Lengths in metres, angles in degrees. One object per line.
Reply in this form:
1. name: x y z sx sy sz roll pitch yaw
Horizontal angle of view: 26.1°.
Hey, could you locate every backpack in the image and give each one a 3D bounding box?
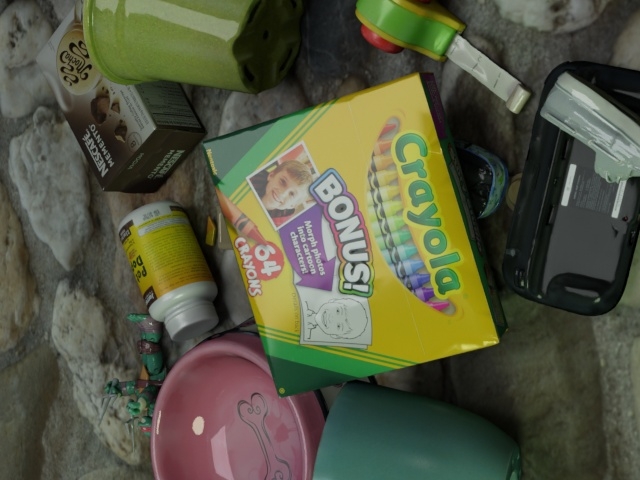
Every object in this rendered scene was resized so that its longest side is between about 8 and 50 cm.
1. backpack: 0.197 -0.083 1.879 0.114 0.084 0.105 24 108 31

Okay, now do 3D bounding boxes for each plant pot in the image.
1. plant pot: 0.138 0.342 1.827 0.235 0.293 0.293 5 96 16
2. plant pot: -0.175 -0.339 2.103 0.254 0.276 0.276 20 105 26

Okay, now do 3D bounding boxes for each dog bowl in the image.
1. dog bowl: -0.095 0.315 2.107 0.408 0.150 0.408 2 93 42

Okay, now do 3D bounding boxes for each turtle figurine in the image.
1. turtle figurine: -0.296 0.240 2.298 0.175 0.118 0.234 -9 77 61

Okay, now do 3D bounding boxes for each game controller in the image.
1. game controller: 0.337 -0.067 1.767 0.166 0.067 0.319 15 97 22

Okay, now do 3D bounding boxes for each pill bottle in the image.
1. pill bottle: -0.242 0.051 2.245 0.117 0.117 0.215 -38 68 35

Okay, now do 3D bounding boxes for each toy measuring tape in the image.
1. toy measuring tape: 0.145 -0.283 1.899 0.330 0.121 0.121 46 119 30

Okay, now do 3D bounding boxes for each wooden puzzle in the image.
1. wooden puzzle: -0.141 -0.022 2.224 0.116 0.014 0.078 8 101 41

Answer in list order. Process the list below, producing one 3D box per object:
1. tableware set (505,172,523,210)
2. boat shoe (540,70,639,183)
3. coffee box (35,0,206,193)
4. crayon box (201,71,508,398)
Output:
1. tableware set: 0.309 -0.035 1.827 0.141 0.020 0.168 -14 79 35
2. boat shoe: 0.364 -0.114 1.684 0.227 0.079 0.081 43 112 23
3. coffee box: -0.338 -0.244 2.316 0.168 0.119 0.297 -44 64 32
4. crayon box: 0.047 -0.006 1.834 0.313 0.106 0.363 -16 92 19
